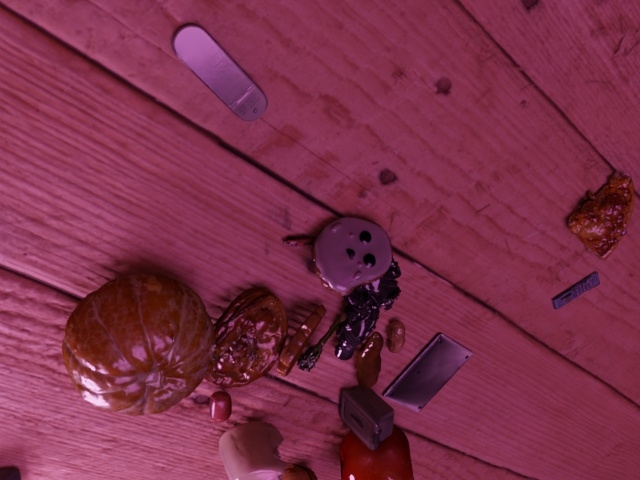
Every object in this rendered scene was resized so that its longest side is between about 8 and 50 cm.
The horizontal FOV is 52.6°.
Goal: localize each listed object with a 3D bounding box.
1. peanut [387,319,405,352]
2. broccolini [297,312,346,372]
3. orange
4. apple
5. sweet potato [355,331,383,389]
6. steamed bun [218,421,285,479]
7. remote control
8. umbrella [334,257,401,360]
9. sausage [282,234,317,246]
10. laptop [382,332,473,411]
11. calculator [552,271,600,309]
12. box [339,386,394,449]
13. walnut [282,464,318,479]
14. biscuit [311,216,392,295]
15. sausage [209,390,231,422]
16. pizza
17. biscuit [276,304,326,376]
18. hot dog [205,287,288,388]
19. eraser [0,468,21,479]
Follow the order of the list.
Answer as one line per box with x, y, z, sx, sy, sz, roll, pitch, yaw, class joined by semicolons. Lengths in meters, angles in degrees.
0.215;0.276;1.843;0.053;0.054;0.113;-12;124;-17;peanut
0.008;0.269;1.704;0.051;0.054;0.239;21;128;-21;broccolini
-0.393;0.231;1.417;0.329;0.249;0.329;-13;121;-24;orange
0.168;0.679;1.947;0.216;0.260;0.260;-4;123;0;apple
0.139;0.325;1.819;0.077;0.077;0.244;-11;132;-18;sweet potato
-0.162;0.613;1.772;0.170;0.225;0.200;-35;126;0;steamed bun
-0.198;-0.331;1.295;0.077;0.022;0.245;-42;128;7;remote control
0.099;0.183;1.688;0.154;0.128;0.337;14;116;-33;umbrella
0.000;0.000;1.588;0.198;0.025;0.028;-2;136;-23;sausage
0.335;0.415;2.004;0.187;0.015;0.269;32;103;-36;laptop
0.815;0.162;2.063;0.172;0.018;0.057;-31;126;-2;calculator
0.139;0.506;1.887;0.092;0.172;0.124;-20;129;-31;box
-0.083;0.760;1.960;0.144;0.144;0.180;25;104;-34;walnut
0.079;0.027;1.558;0.208;0.049;0.181;-21;82;-16;biscuit
-0.268;0.442;1.722;0.054;0.059;0.094;-12;124;-28;sausage
0.820;-0.054;1.888;0.228;0.081;0.290;-6;124;-20;pizza
-0.063;0.272;1.664;0.041;0.212;0.239;32;134;5;biscuit
-0.191;0.245;1.597;0.196;0.122;0.272;33;104;-29;hot dog
-0.908;0.616;1.544;0.351;0.061;0.089;-3;121;-22;eraser
